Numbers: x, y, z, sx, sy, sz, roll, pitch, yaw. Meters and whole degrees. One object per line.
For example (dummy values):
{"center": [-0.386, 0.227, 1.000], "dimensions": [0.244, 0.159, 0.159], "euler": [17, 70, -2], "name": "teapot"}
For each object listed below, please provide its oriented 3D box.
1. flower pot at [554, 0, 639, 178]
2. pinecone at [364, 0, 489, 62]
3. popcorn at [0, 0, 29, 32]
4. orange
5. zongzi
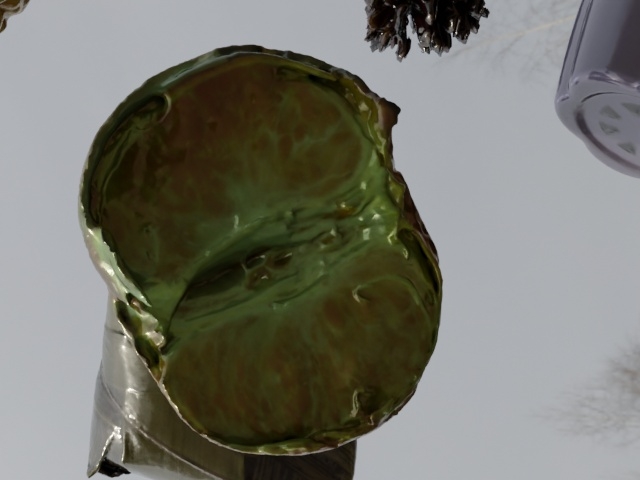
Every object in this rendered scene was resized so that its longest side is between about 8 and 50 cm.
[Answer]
{"center": [0.350, -0.190, 0.817], "dimensions": [0.265, 0.265, 0.243], "euler": [42, -107, -31], "name": "flower pot"}
{"center": [0.167, -0.384, 1.367], "dimensions": [0.221, 0.221, 0.222], "euler": [7, -101, -42], "name": "pinecone"}
{"center": [-0.257, -0.181, 0.523], "dimensions": [0.180, 0.170, 0.180], "euler": [22, -115, -61], "name": "popcorn"}
{"center": [-0.053, 0.008, 0.753], "dimensions": [0.262, 0.196, 0.335], "euler": [-32, -79, -21], "name": "orange"}
{"center": [-0.085, 0.132, 0.898], "dimensions": [0.289, 0.318, 0.154], "euler": [13, -141, -1], "name": "zongzi"}
